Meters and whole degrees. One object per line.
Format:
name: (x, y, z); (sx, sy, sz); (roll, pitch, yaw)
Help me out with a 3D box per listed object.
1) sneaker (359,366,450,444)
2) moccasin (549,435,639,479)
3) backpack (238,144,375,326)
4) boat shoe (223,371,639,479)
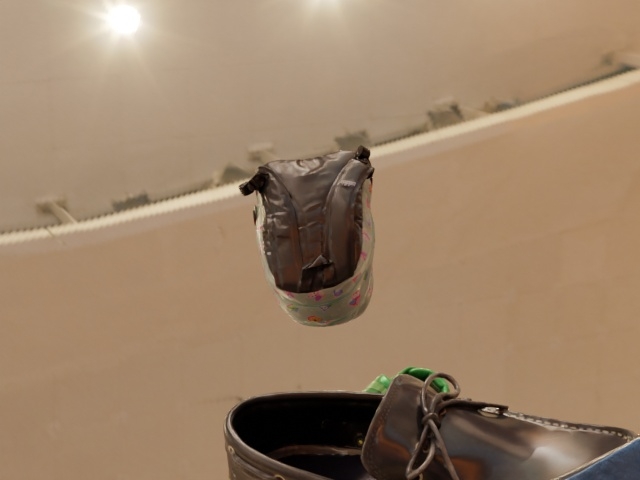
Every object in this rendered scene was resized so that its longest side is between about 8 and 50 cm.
sneaker: (0.133, 0.228, 1.602); (0.123, 0.109, 0.295); (-54, -31, 11)
moccasin: (0.239, 0.180, 0.864); (0.117, 0.342, 0.137); (3, -107, -45)
backpack: (0.000, 0.000, 1.390); (0.152, 0.182, 0.115); (-13, -36, 11)
boat shoe: (0.109, 0.231, 1.334); (0.187, 0.500, 0.156); (-52, -49, -50)
